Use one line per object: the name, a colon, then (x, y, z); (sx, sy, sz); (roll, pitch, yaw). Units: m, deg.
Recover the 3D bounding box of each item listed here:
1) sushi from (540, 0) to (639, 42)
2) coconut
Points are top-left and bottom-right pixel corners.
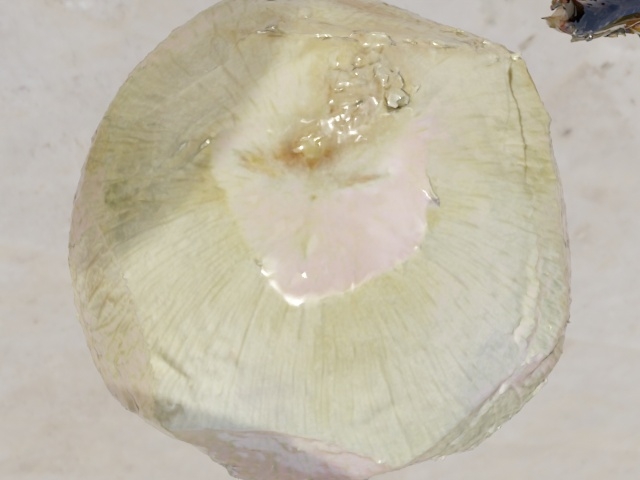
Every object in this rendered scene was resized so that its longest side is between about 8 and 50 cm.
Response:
sushi: (0.245, -0.192, 0.903); (0.226, 0.103, 0.097); (-15, 162, -16)
coconut: (0.000, 0.000, 0.747); (0.297, 0.297, 0.254); (-22, 178, -7)
